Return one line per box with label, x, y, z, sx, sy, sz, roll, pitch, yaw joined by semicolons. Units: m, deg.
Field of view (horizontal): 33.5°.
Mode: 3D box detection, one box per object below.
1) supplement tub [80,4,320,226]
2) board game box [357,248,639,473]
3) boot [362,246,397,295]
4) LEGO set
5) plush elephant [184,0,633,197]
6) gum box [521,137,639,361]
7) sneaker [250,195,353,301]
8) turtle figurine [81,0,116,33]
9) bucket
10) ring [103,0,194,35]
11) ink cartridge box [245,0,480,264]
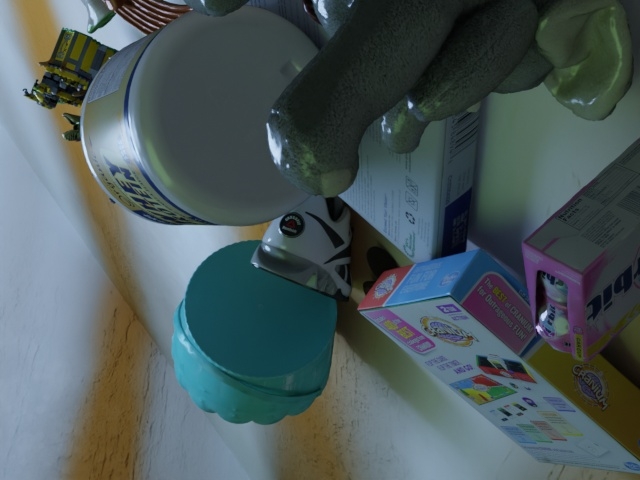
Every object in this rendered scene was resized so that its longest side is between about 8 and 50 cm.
supplement tub;-0.139;-0.129;1.194;0.228;0.228;0.316;57;159;-15
board game box;0.220;0.145;1.216;0.316;0.064;0.242;41;161;-12
boot;0.081;0.057;1.501;0.106;0.037;0.114;56;163;-7
LEGO set;-0.321;-0.165;1.567;0.255;0.192;0.331;22;174;-22
plush elephant;0.091;-0.176;0.837;0.272;0.330;0.255;51;-174;37
gum box;0.245;0.003;0.867;0.062;0.188;0.107;33;152;40
sneaker;0.000;0.000;1.485;0.123;0.146;0.330;21;176;8
turtle figurine;-0.369;-0.403;1.439;0.266;0.275;0.198;50;-166;-10
bucket;-0.104;0.145;1.704;0.281;0.281;0.183;45;154;16
ring;-0.199;-0.370;1.228;0.337;0.032;0.336;24;137;24
ink cartridge box;0.038;-0.158;1.190;0.330;0.071;0.324;43;158;27
